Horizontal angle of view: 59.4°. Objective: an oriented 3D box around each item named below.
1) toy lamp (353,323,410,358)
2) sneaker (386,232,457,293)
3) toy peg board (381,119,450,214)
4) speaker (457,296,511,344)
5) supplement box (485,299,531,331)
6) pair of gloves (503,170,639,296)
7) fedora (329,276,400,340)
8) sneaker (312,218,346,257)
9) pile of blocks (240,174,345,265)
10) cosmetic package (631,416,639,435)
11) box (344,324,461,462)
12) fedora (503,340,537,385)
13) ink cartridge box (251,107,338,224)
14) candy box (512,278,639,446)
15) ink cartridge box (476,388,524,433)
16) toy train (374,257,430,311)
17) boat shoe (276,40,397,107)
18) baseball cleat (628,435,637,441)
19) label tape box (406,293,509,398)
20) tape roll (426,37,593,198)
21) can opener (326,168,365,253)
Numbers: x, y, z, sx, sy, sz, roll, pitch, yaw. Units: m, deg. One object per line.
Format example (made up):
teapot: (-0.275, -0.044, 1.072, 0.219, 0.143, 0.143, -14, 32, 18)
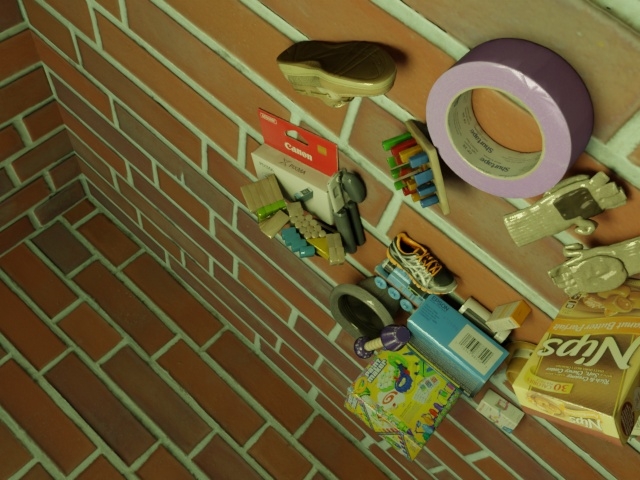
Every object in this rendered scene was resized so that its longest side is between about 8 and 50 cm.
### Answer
toy lamp: (0.179, 0.293, 1.632, 0.080, 0.080, 0.275, 47, 155, -2)
sneaker: (0.264, 0.061, 1.465, 0.215, 0.084, 0.083, 35, 146, 23)
toy peg board: (0.198, -0.145, 1.192, 0.160, 0.079, 0.161, -107, -5, -55)
speaker: (0.428, 0.208, 1.460, 0.136, 0.055, 0.055, 39, 152, 14)
supplement box: (0.460, 0.186, 1.375, 0.036, 0.062, 0.098, 46, 154, -3)
pair of gloves: (0.483, -0.008, 1.032, 0.204, 0.042, 0.240, -34, 105, 35)
fedora: (0.156, 0.206, 1.764, 0.244, 0.124, 0.275, 39, 152, 13)
sneaker: (0.000, 0.000, 1.735, 0.235, 0.097, 0.084, 15, 139, 45)
pile of blocks: (-0.084, -0.030, 1.625, 0.362, 0.149, 0.112, 42, 163, 10)
cosmetic package: (0.697, 0.293, 1.085, 0.309, 0.113, 0.160, -21, 89, 62)
box: (0.275, 0.483, 1.790, 0.279, 0.290, 0.177, 36, 152, 20)
fedora: (0.547, 0.349, 1.454, 0.194, 0.079, 0.194, 33, 150, 22)
ink cartridge box: (-0.074, -0.208, 1.594, 0.296, 0.066, 0.261, 30, 150, 28)
candy box: (0.518, 0.202, 1.034, 0.183, 0.316, 0.087, 8, 134, 50)
ink cartridge box: (0.548, 0.523, 1.718, 0.122, 0.052, 0.088, 35, 151, 24)
toy train: (0.235, 0.120, 1.595, 0.184, 0.080, 0.105, 42, 144, 14)
boat shoe: (0.041, -0.348, 1.197, 0.341, 0.122, 0.110, 32, 156, 47)
baseball cleat: (0.641, 0.364, 1.296, 0.206, 0.072, 0.109, 31, 109, 47)
label tape box: (0.371, 0.310, 1.585, 0.249, 0.115, 0.347, 39, 168, 21)
tape roll: (0.327, -0.210, 0.997, 0.275, 0.090, 0.274, 34, 152, 22)
can opener: (0.085, -0.071, 1.543, 0.095, 0.076, 0.283, 24, 147, 38)
